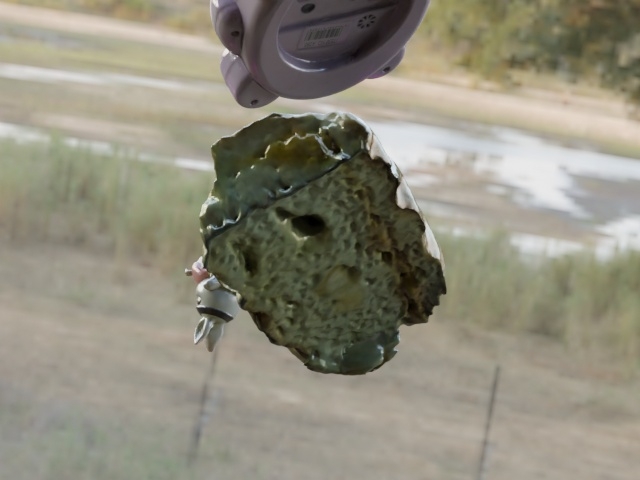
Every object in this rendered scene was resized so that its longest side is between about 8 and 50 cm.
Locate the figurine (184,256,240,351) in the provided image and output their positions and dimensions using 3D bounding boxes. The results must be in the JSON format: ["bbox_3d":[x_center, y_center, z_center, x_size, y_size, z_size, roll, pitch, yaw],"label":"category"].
[{"bbox_3d":[-0.120,0.057,2.148,0.081,0.146,0.098,32,7,-27],"label":"figurine"}]

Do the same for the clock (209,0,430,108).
[{"bbox_3d":[0.008,-0.304,2.110,0.296,0.322,0.113,-16,60,-20],"label":"clock"}]

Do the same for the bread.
[{"bbox_3d":[0.000,0.000,1.072,0.088,0.128,0.232,58,1,33],"label":"bread"}]
